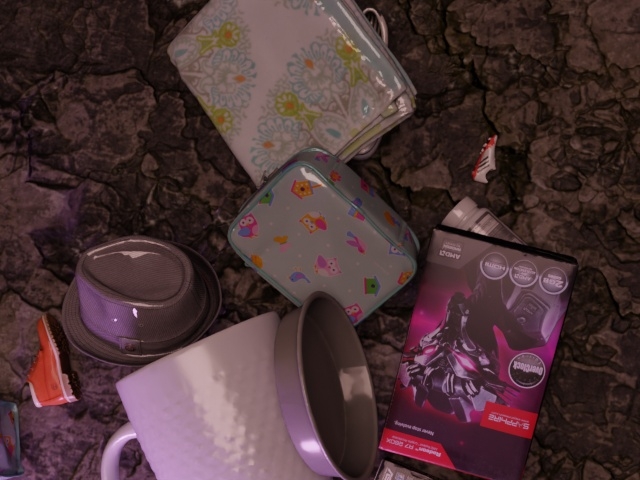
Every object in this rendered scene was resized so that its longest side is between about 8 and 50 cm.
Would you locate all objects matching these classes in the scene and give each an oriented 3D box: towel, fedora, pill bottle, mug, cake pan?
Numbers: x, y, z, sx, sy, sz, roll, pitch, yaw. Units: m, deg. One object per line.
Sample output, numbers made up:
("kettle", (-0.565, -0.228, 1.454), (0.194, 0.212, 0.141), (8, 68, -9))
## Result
("towel", (-0.054, -0.274, 1.941), (0.320, 0.090, 0.374), (-39, 78, 25))
("fedora", (-0.302, 0.075, 1.927), (0.276, 0.124, 0.243), (16, 60, 16))
("pill bottle", (0.267, -0.003, 1.923), (0.137, 0.078, 0.078), (43, 90, 11))
("mug", (-0.169, 0.334, 1.845), (0.374, 0.276, 0.328), (-26, 85, 11))
("cake pan", (0.009, 0.224, 1.778), (0.054, 0.293, 0.293), (-16, 80, 20))

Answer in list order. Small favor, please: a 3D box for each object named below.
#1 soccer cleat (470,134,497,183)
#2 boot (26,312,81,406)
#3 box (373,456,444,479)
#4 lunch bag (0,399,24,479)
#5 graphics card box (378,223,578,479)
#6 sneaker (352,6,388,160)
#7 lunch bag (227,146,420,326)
("soccer cleat", (0.279, -0.134, 1.966), (0.036, 0.029, 0.083), (26, 90, 1))
("boot", (-0.466, 0.204, 2.006), (0.085, 0.059, 0.157), (-17, 82, 10))
("box", (0.151, 0.509, 1.880), (0.216, 0.060, 0.270), (20, 86, 9))
("lunch bag", (-0.628, 0.336, 1.904), (0.224, 0.262, 0.160), (-9, 81, 5))
("graphics card box", (0.246, 0.178, 1.854), (0.233, 0.094, 0.370), (15, 98, 9))
("sneaker", (0.065, -0.265, 1.978), (0.094, 0.091, 0.258), (2, 83, 8))
("lunch bag", (0.000, 0.000, 1.886), (0.279, 0.108, 0.224), (42, 117, -10))
